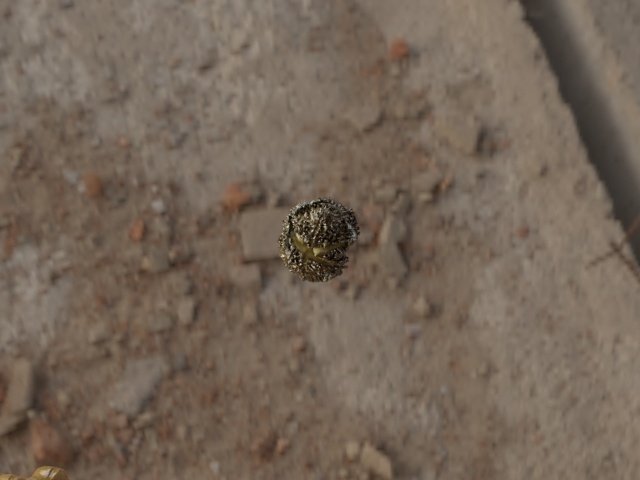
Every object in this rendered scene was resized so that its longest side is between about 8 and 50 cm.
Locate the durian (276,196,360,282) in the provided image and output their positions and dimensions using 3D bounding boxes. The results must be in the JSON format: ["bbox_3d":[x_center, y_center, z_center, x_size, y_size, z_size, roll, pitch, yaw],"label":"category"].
[{"bbox_3d":[0.000,0.000,1.541,0.080,0.091,0.080,-2,83,15],"label":"durian"}]

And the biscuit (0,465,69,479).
[{"bbox_3d":[-0.214,0.250,1.197,0.027,0.133,0.184,10,82,21],"label":"biscuit"}]
